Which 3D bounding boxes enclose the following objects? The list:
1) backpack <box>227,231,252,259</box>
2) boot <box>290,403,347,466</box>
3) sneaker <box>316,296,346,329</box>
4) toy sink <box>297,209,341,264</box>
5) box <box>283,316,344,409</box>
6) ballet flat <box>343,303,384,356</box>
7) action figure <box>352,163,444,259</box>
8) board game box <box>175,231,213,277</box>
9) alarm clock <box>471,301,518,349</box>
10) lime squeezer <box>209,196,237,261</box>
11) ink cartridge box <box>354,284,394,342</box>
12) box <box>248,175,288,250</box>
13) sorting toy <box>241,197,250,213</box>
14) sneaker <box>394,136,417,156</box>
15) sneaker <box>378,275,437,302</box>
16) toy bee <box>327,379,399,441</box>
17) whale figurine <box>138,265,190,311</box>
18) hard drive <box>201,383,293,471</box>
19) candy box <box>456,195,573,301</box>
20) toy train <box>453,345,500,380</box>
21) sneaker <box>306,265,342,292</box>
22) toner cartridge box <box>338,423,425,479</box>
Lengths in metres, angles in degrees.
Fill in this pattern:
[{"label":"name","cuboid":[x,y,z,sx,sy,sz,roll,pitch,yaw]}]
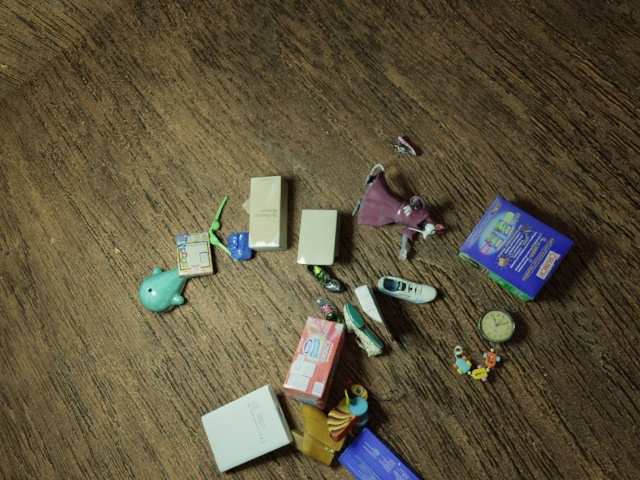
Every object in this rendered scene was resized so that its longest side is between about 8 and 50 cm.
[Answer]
[{"label":"backpack","cuboid":[-0.358,0.027,1.931,0.097,0.101,0.120,-9,80,49]},{"label":"boot","cuboid":[0.011,0.713,1.729,0.211,0.104,0.295,21,88,9]},{"label":"sneaker","cuboid":[0.042,0.302,1.806,0.063,0.075,0.170,-38,74,3]},{"label":"toy sink","cuboid":[0.000,0.000,1.847,0.152,0.131,0.235,1,74,12]},{"label":"box","cuboid":[-0.017,0.468,1.692,0.153,0.142,0.300,10,53,14]},{"label":"ballet flat","cuboid":[0.156,0.368,1.769,0.077,0.091,0.241,-47,69,23]},{"label":"action figure","cuboid":[0.331,-0.110,1.805,0.369,0.248,0.276,22,41,3]},{"label":"board game box","cuboid":[-0.564,0.063,1.957,0.146,0.045,0.194,-6,68,-15]},{"label":"alarm clock","cuboid":[0.682,0.312,1.672,0.129,0.064,0.192,43,91,18]},{"label":"lime squeezer","cuboid":[-0.456,-0.048,1.993,0.109,0.059,0.311,-14,76,9]},{"label":"ink cartridge box","cuboid":[0.212,0.293,1.712,0.066,0.189,0.233,-21,76,8]},{"label":"box","cuboid":[-0.225,-0.113,1.921,0.147,0.121,0.312,-3,78,11]},{"label":"sorting toy","cuboid":[-0.315,-0.169,2.008,0.083,0.012,0.062,-42,69,5]},{"label":"sneaker","cuboid":[0.366,-0.394,1.895,0.057,0.047,0.119,-47,69,16]},{"label":"sneaker","cuboid":[0.348,0.198,1.757,0.237,0.086,0.085,10,80,13]},{"label":"toy bee","cuboid":[0.129,0.635,1.698,0.162,0.298,0.196,39,126,43]},{"label":"whale figurine","cuboid":[-0.686,0.196,1.950,0.272,0.141,0.216,-41,73,-1]},{"label":"hard drive","cuboid":[-0.301,0.758,1.767,0.352,0.047,0.233,-30,74,18]},{"label":"candy box","cuboid":[0.739,0.033,1.686,0.317,0.122,0.268,37,87,17]},{"label":"toy train","cuboid":[0.592,0.466,1.674,0.166,0.046,0.125,9,75,14]},{"label":"sneaker","cuboid":[0.010,0.156,1.840,0.188,0.078,0.067,39,89,16]},{"label":"toner cartridge box","cuboid":[0.251,0.885,1.647,0.347,0.075,0.165,41,91,17]}]
